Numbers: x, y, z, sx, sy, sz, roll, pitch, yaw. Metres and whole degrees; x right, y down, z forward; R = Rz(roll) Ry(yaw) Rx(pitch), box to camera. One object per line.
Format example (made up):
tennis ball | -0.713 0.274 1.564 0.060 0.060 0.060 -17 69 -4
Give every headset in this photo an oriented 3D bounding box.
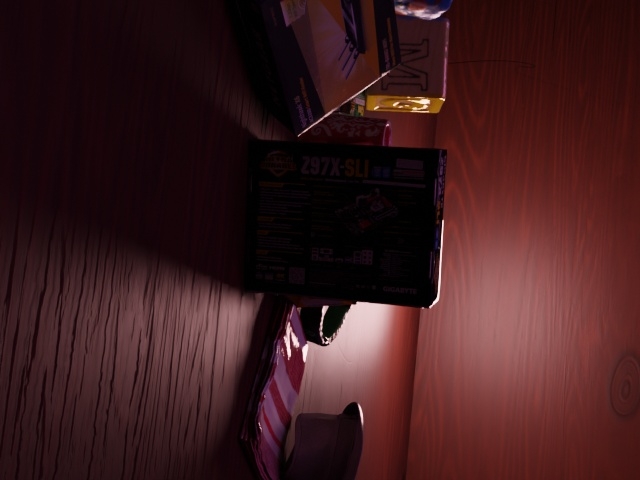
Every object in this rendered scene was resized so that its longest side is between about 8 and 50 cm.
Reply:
headset | 0.075 0.039 2.062 0.243 0.185 0.394 54 53 -70

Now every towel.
towel | -0.075 0.282 1.833 0.237 0.037 0.329 78 21 -51

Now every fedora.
fedora | -0.006 0.423 1.904 0.275 0.124 0.244 -87 -166 -78

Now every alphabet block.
alphabet block | 0.209 -0.428 2.387 0.192 0.193 0.197 57 36 -85

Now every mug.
mug | 0.046 -0.182 1.908 0.113 0.169 0.150 81 18 -44

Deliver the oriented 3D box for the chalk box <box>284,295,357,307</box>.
chalk box | 0.000 0.000 1.793 0.132 0.132 0.213 47 47 -48

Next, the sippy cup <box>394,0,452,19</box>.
sippy cup | 0.165 -0.561 1.986 0.305 0.224 0.240 133 -33 -54

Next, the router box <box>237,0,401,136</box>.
router box | 0.005 -0.351 1.595 0.243 0.081 0.309 -37 147 -13

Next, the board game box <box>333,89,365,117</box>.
board game box | 0.066 -0.352 2.239 0.259 0.030 0.136 -13 104 -76

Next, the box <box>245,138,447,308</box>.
box | 0.039 -0.032 1.605 0.079 0.321 0.257 -15 108 -74
